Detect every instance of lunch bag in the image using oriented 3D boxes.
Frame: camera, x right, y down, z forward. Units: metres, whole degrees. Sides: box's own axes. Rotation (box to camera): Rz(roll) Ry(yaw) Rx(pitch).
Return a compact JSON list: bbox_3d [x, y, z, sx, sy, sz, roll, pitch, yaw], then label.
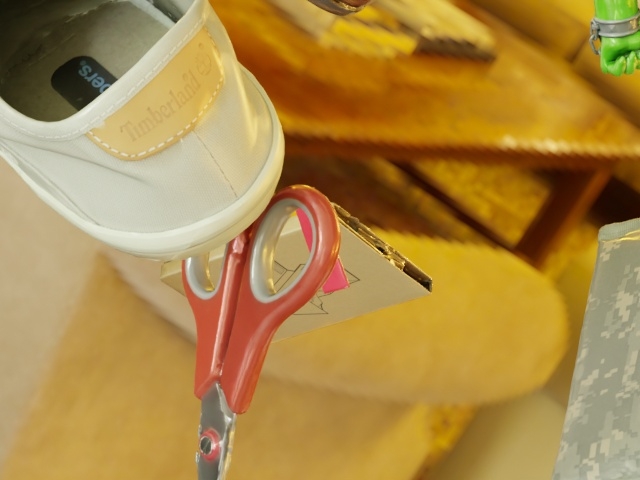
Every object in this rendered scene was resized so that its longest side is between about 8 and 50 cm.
[{"bbox_3d":[0.308,0.137,1.365,0.287,0.169,0.235,38,51,-30],"label":"lunch bag"}]

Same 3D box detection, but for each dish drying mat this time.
[{"bbox_3d":[0.000,0.000,1.572,0.008,0.032,0.083,-20,92,-35],"label":"dish drying mat"}]

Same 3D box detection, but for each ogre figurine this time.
[{"bbox_3d":[0.258,-0.216,1.408,0.118,0.197,0.097,61,1,-32],"label":"ogre figurine"}]

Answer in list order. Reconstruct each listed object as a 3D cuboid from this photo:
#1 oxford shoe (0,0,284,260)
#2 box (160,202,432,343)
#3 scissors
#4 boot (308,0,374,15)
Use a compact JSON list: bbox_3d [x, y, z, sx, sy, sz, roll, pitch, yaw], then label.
[{"bbox_3d":[-0.199,-0.146,1.080,0.449,0.169,0.130,34,-20,32],"label":"oxford shoe"},{"bbox_3d":[-0.021,0.036,1.864,0.164,0.201,0.021,36,45,-43],"label":"box"},{"bbox_3d":[-0.059,0.090,1.083,0.021,0.297,0.109,0,22,-46],"label":"scissors"},{"bbox_3d":[0.076,-0.249,0.956,0.096,0.280,0.264,-77,148,-56],"label":"boot"}]
